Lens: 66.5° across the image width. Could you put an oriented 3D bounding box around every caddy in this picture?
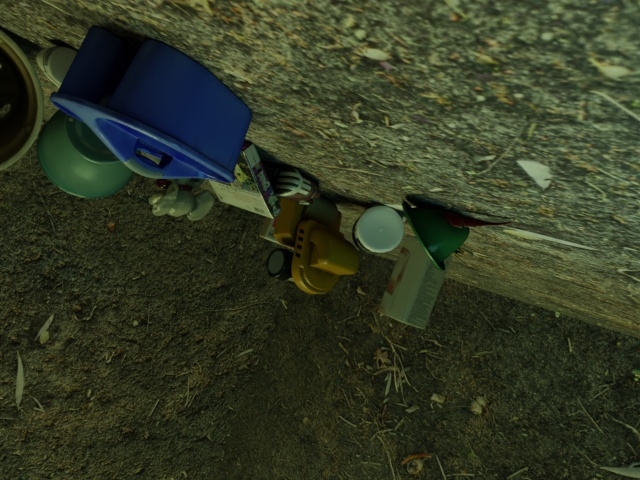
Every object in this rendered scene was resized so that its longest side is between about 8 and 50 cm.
[{"bbox_3d":[-0.269,-0.193,0.819,0.241,0.179,0.341,21,178,21],"label":"caddy"}]

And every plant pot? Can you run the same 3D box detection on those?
[{"bbox_3d":[-0.794,-0.334,1.071,0.334,0.333,0.305,23,-171,-33],"label":"plant pot"},{"bbox_3d":[-0.621,-0.273,1.348,0.272,0.271,0.255,23,161,-29],"label":"plant pot"}]

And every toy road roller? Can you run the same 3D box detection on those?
[{"bbox_3d":[0.000,0.000,1.492,0.241,0.329,0.203,-7,158,45],"label":"toy road roller"}]

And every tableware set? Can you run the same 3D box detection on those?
[{"bbox_3d":[0.388,0.023,1.564,0.194,0.039,0.128,23,176,-44],"label":"tableware set"}]

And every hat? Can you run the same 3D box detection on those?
[{"bbox_3d":[0.302,-0.045,1.052,0.173,0.184,0.208,35,-150,-50],"label":"hat"}]

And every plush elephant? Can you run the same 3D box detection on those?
[{"bbox_3d":[-0.519,-0.200,1.753,0.330,0.255,0.272,19,177,29],"label":"plush elephant"}]

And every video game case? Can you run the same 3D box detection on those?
[{"bbox_3d":[-0.223,-0.170,1.275,0.232,0.042,0.210,19,143,40],"label":"video game case"}]

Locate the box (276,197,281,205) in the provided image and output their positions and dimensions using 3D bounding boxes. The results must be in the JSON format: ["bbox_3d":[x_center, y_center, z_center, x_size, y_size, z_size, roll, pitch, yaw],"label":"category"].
[{"bbox_3d":[-0.155,-0.140,1.693,0.233,0.044,0.159,24,-177,-38],"label":"box"}]

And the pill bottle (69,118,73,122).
[{"bbox_3d":[-0.766,-0.375,1.642,0.117,0.117,0.215,21,177,13],"label":"pill bottle"}]

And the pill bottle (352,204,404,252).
[{"bbox_3d":[0.158,-0.024,1.412,0.131,0.130,0.245,21,177,0],"label":"pill bottle"}]

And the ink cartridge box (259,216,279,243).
[{"bbox_3d":[-0.104,-0.064,1.978,0.235,0.193,0.088,20,177,15],"label":"ink cartridge box"}]

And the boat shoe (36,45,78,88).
[{"bbox_3d":[-0.449,-0.299,1.005,0.088,0.096,0.268,24,179,36],"label":"boat shoe"}]

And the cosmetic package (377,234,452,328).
[{"bbox_3d":[0.338,0.148,1.736,0.153,0.296,0.129,26,176,-44],"label":"cosmetic package"}]

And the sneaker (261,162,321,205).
[{"bbox_3d":[-0.107,-0.144,1.379,0.163,0.106,0.281,19,178,-41],"label":"sneaker"}]
